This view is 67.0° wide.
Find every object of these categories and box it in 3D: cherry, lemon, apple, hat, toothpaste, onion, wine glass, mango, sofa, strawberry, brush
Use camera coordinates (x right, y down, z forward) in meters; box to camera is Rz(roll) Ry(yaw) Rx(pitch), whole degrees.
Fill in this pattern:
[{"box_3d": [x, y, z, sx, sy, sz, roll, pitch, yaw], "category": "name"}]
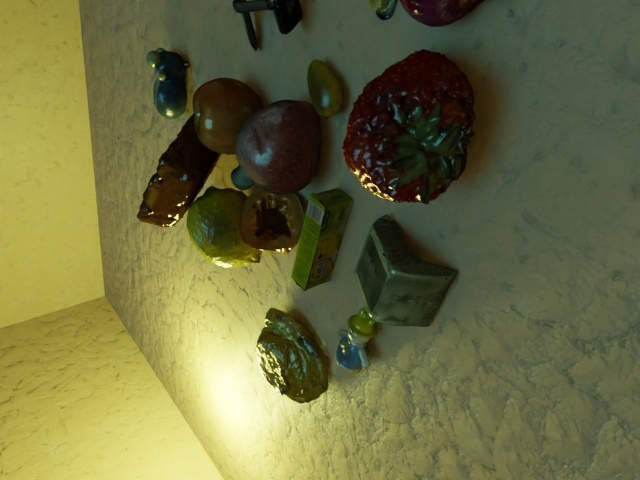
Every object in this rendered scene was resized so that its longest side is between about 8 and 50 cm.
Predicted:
[{"box_3d": [-0.114, -0.273, 1.409, 0.261, 0.221, 0.307, 49, 118, 15], "category": "cherry"}, {"box_3d": [-0.330, -0.041, 1.722, 0.268, 0.268, 0.322, -34, 85, 51], "category": "lemon"}, {"box_3d": [-0.310, -0.405, 1.581, 0.253, 0.253, 0.254, 23, 121, 44], "category": "apple"}, {"box_3d": [-0.134, -0.012, 1.607, 0.244, 0.234, 0.233, 19, 154, 20], "category": "hat"}, {"box_3d": [0.000, 0.000, 1.457, 0.077, 0.110, 0.328, 40, 133, 32], "category": "toothpaste"}, {"box_3d": [0.234, -0.516, 0.913, 0.207, 0.200, 0.201, -8, 98, 58], "category": "onion"}, {"box_3d": [-0.221, -0.244, 1.640, 0.231, 0.103, 0.103, -20, 89, 57], "category": "wine glass"}, {"box_3d": [0.010, -0.412, 1.309, 0.103, 0.076, 0.161, -33, 75, 56], "category": "mango"}, {"box_3d": [0.209, 0.081, 1.262, 0.226, 0.175, 0.210, -107, 26, -50], "category": "sofa"}, {"box_3d": [0.181, -0.251, 1.054, 0.312, 0.267, 0.351, -60, 22, 13], "category": "strawberry"}, {"box_3d": [0.147, -0.644, 1.057, 0.068, 0.060, 0.297, 38, 131, 39], "category": "brush"}]

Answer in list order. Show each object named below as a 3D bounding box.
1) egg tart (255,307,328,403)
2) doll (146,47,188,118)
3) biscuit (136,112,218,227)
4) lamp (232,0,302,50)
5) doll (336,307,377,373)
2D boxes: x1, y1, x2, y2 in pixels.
[{"box_3d": [-0.117, 0.439, 1.751, 0.339, 0.153, 0.352, 33, 129, 35], "category": "egg tart"}, {"box_3d": [-0.607, -0.620, 1.926, 0.228, 0.153, 0.259, -110, 28, -64], "category": "doll"}, {"box_3d": [-0.484, -0.256, 1.743, 0.166, 0.395, 0.343, 28, 135, -12], "category": "biscuit"}, {"box_3d": [-0.165, -0.632, 1.395, 0.283, 0.124, 0.203, 24, 148, 40], "category": "lamp"}, {"box_3d": [0.109, 0.306, 1.459, 0.135, 0.098, 0.241, -91, 14, -54], "category": "doll"}]
